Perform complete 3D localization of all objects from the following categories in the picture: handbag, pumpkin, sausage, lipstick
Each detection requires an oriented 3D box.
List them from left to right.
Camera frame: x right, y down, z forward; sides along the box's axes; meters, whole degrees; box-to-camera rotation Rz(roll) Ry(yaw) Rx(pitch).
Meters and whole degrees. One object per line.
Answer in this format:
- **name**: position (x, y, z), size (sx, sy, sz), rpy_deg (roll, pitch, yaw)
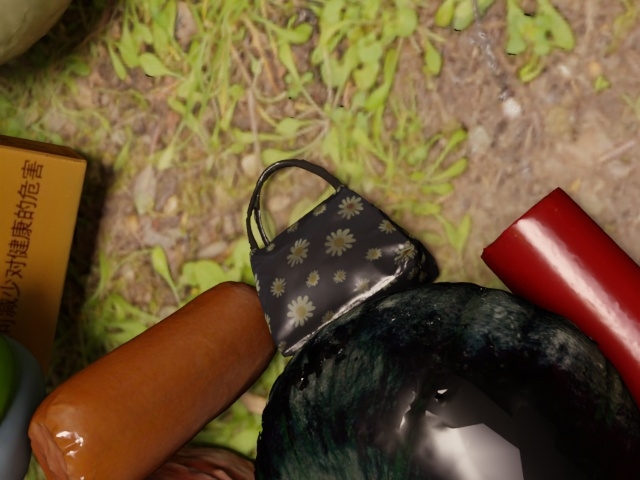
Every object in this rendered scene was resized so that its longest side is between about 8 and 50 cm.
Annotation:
- **sausage**: position (-0.096, 0.090, 0.505), size (0.076, 0.197, 0.076), rpy_deg (17, 122, 29)
- **handbag**: position (0.000, 0.000, 0.540), size (0.115, 0.072, 0.139), rpy_deg (-37, 66, 13)
- **pumpkin**: position (0.074, 0.138, 0.441), size (0.233, 0.163, 0.233), rpy_deg (12, 118, 23)
- **lipstick**: position (0.215, 0.090, 0.463), size (0.073, 0.073, 0.279), rpy_deg (-44, 77, 13)

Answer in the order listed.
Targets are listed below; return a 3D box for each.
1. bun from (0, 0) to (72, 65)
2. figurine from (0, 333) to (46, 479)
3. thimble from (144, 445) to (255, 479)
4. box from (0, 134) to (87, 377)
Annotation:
- **bun**: position (-0.324, -0.260, 0.562), size (0.361, 0.213, 0.360), rpy_deg (-1, 80, 5)
- **figurine**: position (-0.270, 0.145, 0.483), size (0.143, 0.162, 0.263), rpy_deg (24, 122, -23)
- **thimble**: position (-0.117, 0.259, 0.521), size (0.239, 0.162, 0.239), rpy_deg (0, 90, 17)
- **box**: position (-0.317, -0.002, 0.534), size (0.076, 0.274, 0.174), rpy_deg (26, 106, 58)
